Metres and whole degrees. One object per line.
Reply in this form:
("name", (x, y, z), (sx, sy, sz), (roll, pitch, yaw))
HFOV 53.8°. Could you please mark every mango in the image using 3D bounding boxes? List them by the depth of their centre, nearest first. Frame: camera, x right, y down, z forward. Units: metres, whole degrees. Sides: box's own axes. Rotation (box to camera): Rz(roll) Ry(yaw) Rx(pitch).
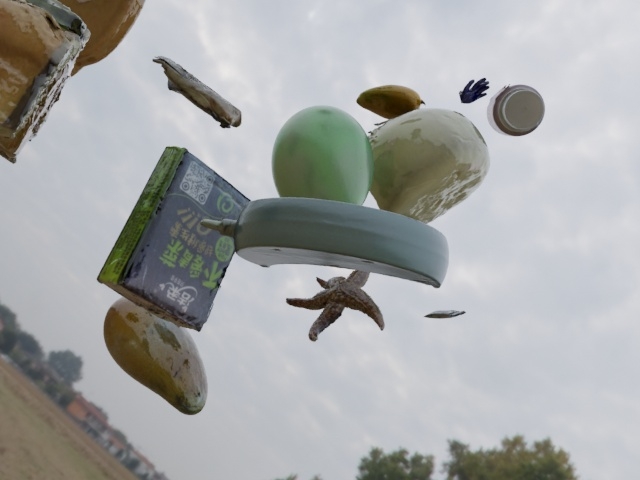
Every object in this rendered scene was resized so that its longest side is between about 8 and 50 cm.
("mango", (-0.354, 0.251, 1.398), (0.316, 0.146, 0.192), (45, 15, 16))
("mango", (0.191, -0.373, 1.706), (0.187, 0.066, 0.101), (7, -43, -4))

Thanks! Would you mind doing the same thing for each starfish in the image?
("starfish", (0.043, 0.099, 1.140), (0.238, 0.213, 0.057), (16, -37, 52))

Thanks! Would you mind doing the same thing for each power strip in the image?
("power strip", (0.000, 0.000, 0.645), (0.253, 0.054, 0.167), (7, -12, 19))

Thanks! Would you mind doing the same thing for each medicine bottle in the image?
("medicine bottle", (0.541, -0.358, 1.743), (0.147, 0.147, 0.247), (43, 13, -2))

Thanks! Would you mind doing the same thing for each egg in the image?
("egg", (0.005, -0.158, 1.352), (0.220, 0.270, 0.220), (-3, -24, -1))

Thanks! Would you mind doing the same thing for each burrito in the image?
("burrito", (-0.189, -0.227, 0.970), (0.171, 0.042, 0.051), (35, 10, 14))

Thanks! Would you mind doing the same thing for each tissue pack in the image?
("tissue pack", (-0.212, -0.002, 0.969), (0.073, 0.236, 0.173), (2, -27, 42))

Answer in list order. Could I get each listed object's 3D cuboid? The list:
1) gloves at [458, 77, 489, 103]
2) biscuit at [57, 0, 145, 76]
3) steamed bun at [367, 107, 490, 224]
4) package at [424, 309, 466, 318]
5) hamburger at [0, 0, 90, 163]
("gloves", (0.403, -0.392, 1.648), (0.064, 0.086, 0.026), (63, 7, -47))
("biscuit", (-0.492, -0.453, 1.185), (0.350, 0.312, 0.057), (9, -13, 18))
("steamed bun", (0.247, -0.194, 1.562), (0.233, 0.311, 0.334), (59, 1, 20))
("package", (0.258, 0.155, 1.325), (0.110, 0.037, 0.015), (-14, -96, 64))
("hamburger", (-0.339, -0.186, 0.585), (0.207, 0.156, 0.135), (26, -17, -17))
